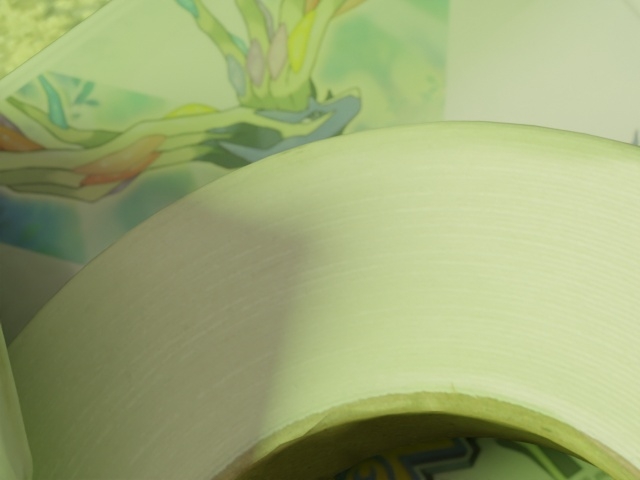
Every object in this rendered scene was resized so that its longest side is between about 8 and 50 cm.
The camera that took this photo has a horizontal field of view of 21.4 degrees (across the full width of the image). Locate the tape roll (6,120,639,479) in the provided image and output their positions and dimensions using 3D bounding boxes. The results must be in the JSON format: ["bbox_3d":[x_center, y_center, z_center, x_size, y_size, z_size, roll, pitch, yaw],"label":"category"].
[{"bbox_3d":[0.039,0.156,0.531,0.392,0.072,0.392,-5,75,18],"label":"tape roll"}]

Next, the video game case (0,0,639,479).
[{"bbox_3d":[0.029,-0.008,0.655,0.329,0.036,0.300,-36,68,0],"label":"video game case"}]

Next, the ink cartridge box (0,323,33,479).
[{"bbox_3d":[-0.227,0.023,0.557,0.197,0.114,0.273,-14,12,-20],"label":"ink cartridge box"}]
